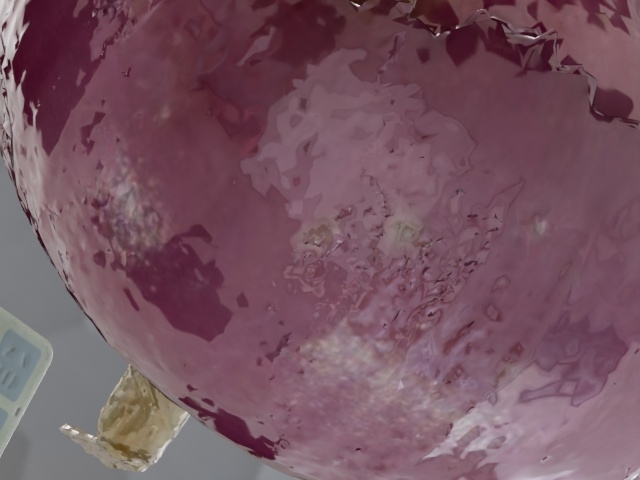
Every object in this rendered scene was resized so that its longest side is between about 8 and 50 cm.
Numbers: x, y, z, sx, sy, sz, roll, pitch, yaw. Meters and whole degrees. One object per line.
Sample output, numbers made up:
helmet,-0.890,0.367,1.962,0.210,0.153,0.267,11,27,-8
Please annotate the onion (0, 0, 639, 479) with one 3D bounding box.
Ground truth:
onion,0.026,-0.021,0.703,0.358,0.344,0.358,20,2,-1

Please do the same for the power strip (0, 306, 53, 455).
power strip,-0.297,0.071,1.228,0.046,0.118,0.270,18,-17,39
